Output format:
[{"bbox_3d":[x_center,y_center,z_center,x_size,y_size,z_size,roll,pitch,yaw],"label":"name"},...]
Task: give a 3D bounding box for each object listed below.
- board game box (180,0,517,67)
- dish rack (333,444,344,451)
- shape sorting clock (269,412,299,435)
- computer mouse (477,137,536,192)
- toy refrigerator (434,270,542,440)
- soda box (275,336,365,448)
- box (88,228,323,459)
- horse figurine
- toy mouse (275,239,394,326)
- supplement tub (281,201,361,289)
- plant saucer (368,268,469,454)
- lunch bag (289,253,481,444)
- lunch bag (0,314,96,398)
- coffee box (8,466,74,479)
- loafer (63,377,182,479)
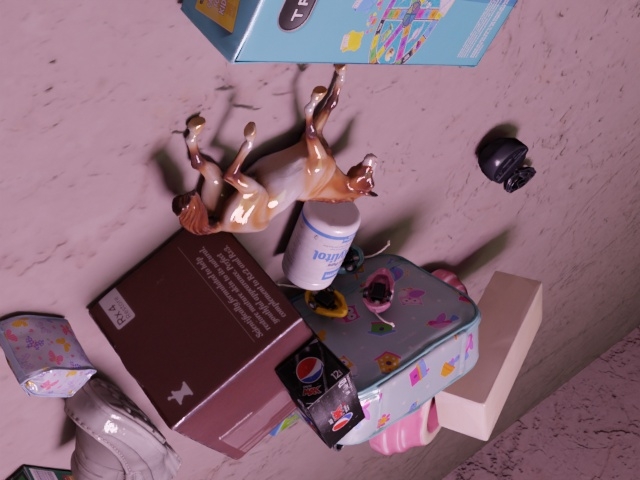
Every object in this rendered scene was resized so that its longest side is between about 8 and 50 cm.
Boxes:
[{"bbox_3d":[0.078,-0.269,0.688,0.336,0.079,0.254,-11,141,-46],"label":"board game box"},{"bbox_3d":[0.101,0.278,1.532,0.208,0.074,0.271,-55,154,1],"label":"dish rack"},{"bbox_3d":[-0.023,0.239,1.375,0.206,0.040,0.206,-42,159,-20],"label":"shape sorting clock"},{"bbox_3d":[0.283,-0.115,1.270,0.071,0.041,0.242,-49,160,10],"label":"computer mouse"},{"bbox_3d":[0.278,0.183,1.390,0.269,0.094,0.102,-55,147,-35],"label":"toy refrigerator"},{"bbox_3d":[0.004,0.167,0.900,0.060,0.053,0.169,-39,153,-12],"label":"soda box"},{"bbox_3d":[-0.105,0.111,0.918,0.167,0.168,0.203,-40,155,-5],"label":"box"},{"bbox_3d":[-0.047,-0.070,0.842,0.263,0.066,0.174,-30,146,-28],"label":"horse figurine"},{"bbox_3d":[0.048,0.053,1.099,0.143,0.161,0.031,-47,151,-29],"label":"toy mouse"},{"bbox_3d":[0.000,0.000,1.006,0.071,0.071,0.107,-20,146,-38],"label":"supplement tub"},{"bbox_3d":[0.187,0.216,1.432,0.332,0.084,0.332,-48,149,-42],"label":"plant saucer"},{"bbox_3d":[0.056,0.132,1.124,0.279,0.224,0.108,-26,133,-30],"label":"lunch bag"},{"bbox_3d":[-0.269,0.111,0.805,0.053,0.071,0.083,-43,157,11],"label":"lunch bag"},{"bbox_3d":[-0.357,0.346,1.079,0.113,0.040,0.184,-42,155,-1],"label":"coffee box"},{"bbox_3d":[-0.248,0.258,1.016,0.111,0.112,0.319,-43,156,-18],"label":"loafer"}]
